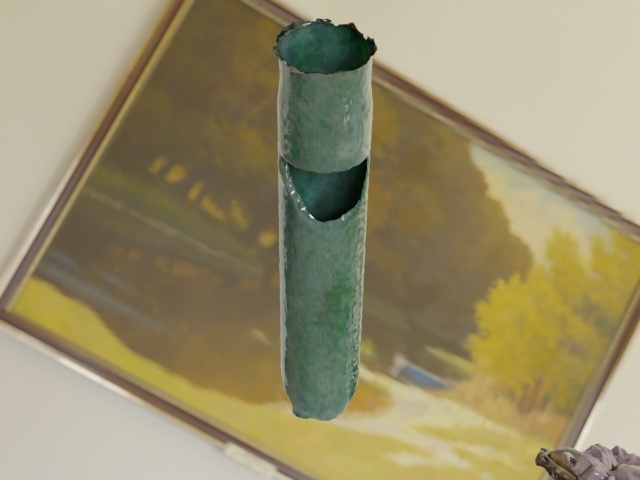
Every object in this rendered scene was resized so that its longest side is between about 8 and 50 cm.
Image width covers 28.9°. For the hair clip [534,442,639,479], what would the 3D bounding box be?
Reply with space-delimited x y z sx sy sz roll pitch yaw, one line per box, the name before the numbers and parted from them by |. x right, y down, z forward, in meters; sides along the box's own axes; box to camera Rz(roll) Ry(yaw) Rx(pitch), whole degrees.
hair clip | 0.274 0.230 0.948 0.106 0.084 0.292 10 20 -40

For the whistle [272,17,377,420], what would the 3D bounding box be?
whistle | 0.000 0.000 0.502 0.039 0.039 0.186 24 -44 23
